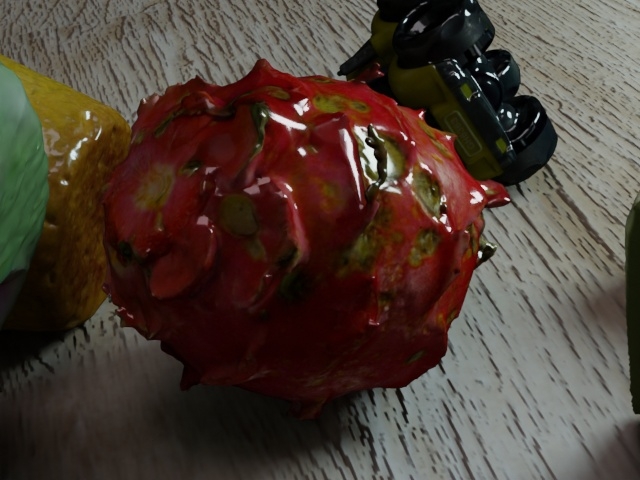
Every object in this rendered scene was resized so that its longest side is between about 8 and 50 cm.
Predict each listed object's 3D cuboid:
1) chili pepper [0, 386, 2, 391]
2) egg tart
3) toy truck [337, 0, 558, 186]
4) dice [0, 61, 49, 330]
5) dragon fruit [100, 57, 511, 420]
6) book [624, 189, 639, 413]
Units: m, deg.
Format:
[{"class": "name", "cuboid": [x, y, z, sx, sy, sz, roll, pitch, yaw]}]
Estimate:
[{"class": "chili pepper", "cuboid": [-0.289, 0.104, 0.705, 0.191, 0.050, 0.059, -15, 46, 1]}, {"class": "egg tart", "cuboid": [-0.226, -0.034, 0.791, 0.170, 0.215, 0.215, 12, 33, 11]}, {"class": "toy truck", "cuboid": [0.077, -0.118, 0.942, 0.165, 0.147, 0.224, -32, 28, 13]}, {"class": "dice", "cuboid": [-0.330, 0.006, 0.499, 0.322, 0.318, 0.330, 31, 69, 1]}, {"class": "dragon fruit", "cuboid": [0.000, 0.000, 0.691, 0.268, 0.210, 0.205, -4, 6, -35]}, {"class": "book", "cuboid": [0.316, 0.045, 0.513, 0.352, 0.239, 0.035, 3, 61, 16]}]
